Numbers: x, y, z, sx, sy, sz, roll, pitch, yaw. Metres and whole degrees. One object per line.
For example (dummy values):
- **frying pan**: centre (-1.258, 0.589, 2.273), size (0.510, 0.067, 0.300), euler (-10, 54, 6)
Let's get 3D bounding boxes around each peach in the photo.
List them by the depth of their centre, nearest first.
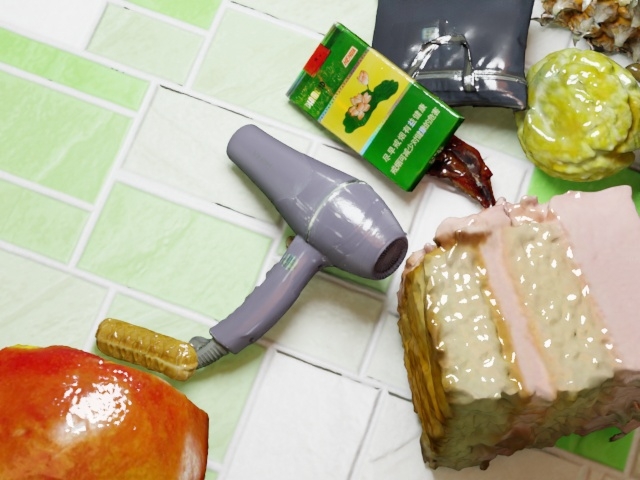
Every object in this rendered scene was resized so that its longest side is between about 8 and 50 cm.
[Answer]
- **peach**: centre (-0.317, 0.292, 1.528), size (0.306, 0.242, 0.380), euler (41, 73, 14)

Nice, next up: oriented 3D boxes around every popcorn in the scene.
- **popcorn**: centre (0.369, -0.183, 1.779), size (0.198, 0.212, 0.198), euler (3, 114, 6)

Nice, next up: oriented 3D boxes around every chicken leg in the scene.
- **chicken leg**: centre (0.189, -0.100, 1.796), size (0.219, 0.048, 0.089), euler (33, 76, 7)

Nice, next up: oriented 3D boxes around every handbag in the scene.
- **handbag**: centre (0.185, -0.275, 1.812), size (0.254, 0.089, 0.211), euler (0, 69, 23)

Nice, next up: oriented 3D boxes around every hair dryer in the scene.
- **hair dryer**: centre (-0.089, 0.033, 1.697), size (0.301, 0.121, 0.361), euler (38, 83, 29)

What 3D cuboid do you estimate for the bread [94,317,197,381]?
- **bread**: centre (-0.230, 0.143, 1.662), size (0.157, 0.044, 0.052), euler (16, 86, 26)

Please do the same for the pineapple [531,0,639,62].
- **pineapple**: centre (0.462, -0.448, 1.805), size (0.352, 0.300, 0.352), euler (0, 73, -1)

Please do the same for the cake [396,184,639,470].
- **cake**: centre (0.262, 0.109, 1.597), size (0.307, 0.314, 0.293), euler (-10, 71, -6)

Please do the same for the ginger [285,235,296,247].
- **ginger**: centre (0.001, -0.001, 1.758), size (0.097, 0.030, 0.048), euler (11, 69, 2)

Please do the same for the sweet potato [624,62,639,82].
- **sweet potato**: centre (0.570, -0.219, 1.858), size (0.249, 0.059, 0.069), euler (27, 109, 6)

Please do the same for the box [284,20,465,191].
- **box**: centre (0.074, -0.189, 1.779), size (0.235, 0.034, 0.132), euler (39, 105, 17)
